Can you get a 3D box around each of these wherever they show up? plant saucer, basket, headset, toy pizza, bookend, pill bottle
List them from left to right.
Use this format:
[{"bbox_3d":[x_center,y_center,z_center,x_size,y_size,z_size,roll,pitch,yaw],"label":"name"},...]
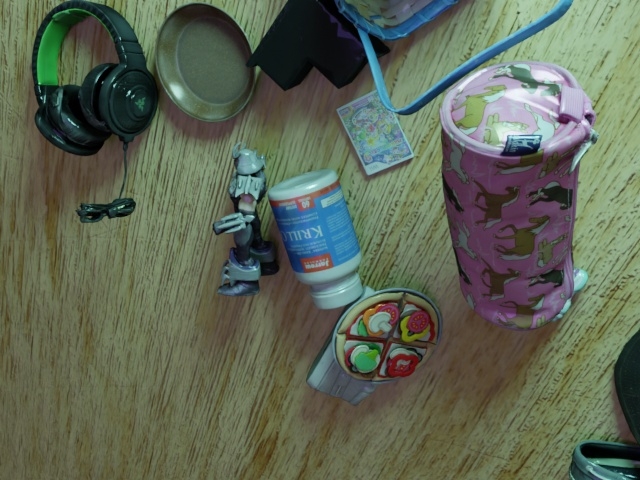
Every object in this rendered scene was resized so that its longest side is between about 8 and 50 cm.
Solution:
[{"bbox_3d":[-0.419,-0.230,1.089,0.244,0.185,0.393,-14,95,30],"label":"headset"},{"bbox_3d":[-0.192,-0.304,1.038,0.199,0.036,0.198,10,117,20],"label":"plant saucer"},{"bbox_3d":[-0.005,-0.285,0.939,0.157,0.072,0.156,43,124,0],"label":"bookend"},{"bbox_3d":[0.000,0.000,1.037,0.124,0.124,0.221,-10,108,28],"label":"pill bottle"},{"bbox_3d":[0.120,0.174,1.054,0.202,0.032,0.201,-6,117,-11],"label":"toy pizza"},{"bbox_3d":[0.142,-0.336,0.753,0.255,0.201,0.288,-28,70,32],"label":"basket"}]

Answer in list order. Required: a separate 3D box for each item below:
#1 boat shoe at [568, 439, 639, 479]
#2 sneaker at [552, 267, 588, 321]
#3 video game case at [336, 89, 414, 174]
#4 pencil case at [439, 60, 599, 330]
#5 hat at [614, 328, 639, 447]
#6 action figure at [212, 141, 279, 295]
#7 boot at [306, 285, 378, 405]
[{"bbox_3d":[0.564,0.387,0.962,0.320,0.116,0.098,0,117,30],"label":"boat shoe"},{"bbox_3d":[0.367,0.076,0.957,0.069,0.038,0.098,29,112,12],"label":"sneaker"},{"bbox_3d":[0.089,-0.175,0.982,0.087,0.011,0.121,-20,103,30],"label":"video game case"},{"bbox_3d":[0.256,-0.038,0.803,0.160,0.167,0.386,-25,138,-5],"label":"pencil case"},{"bbox_3d":[0.590,0.229,0.854,0.331,0.134,0.330,174,90,-69],"label":"hat"},{"bbox_3d":[-0.133,-0.039,1.059,0.099,0.185,0.284,7,124,9],"label":"action figure"},{"bbox_3d":[0.077,0.202,1.128,0.124,0.095,0.258,26,125,-3],"label":"boot"}]
